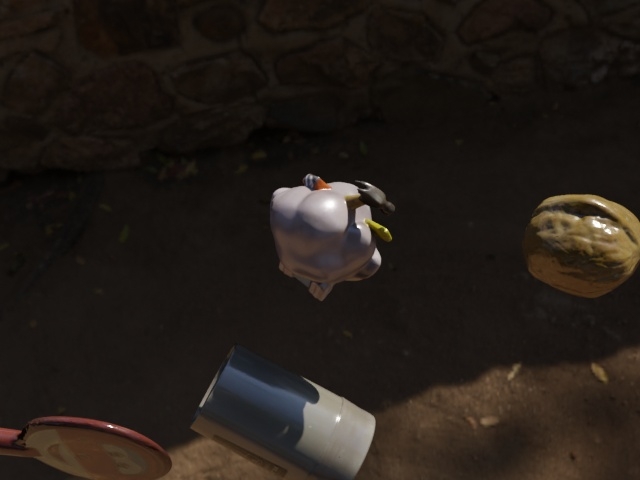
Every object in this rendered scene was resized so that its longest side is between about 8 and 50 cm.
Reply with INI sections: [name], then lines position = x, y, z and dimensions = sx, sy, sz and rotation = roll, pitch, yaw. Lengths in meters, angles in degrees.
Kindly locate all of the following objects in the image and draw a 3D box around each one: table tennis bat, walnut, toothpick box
[table tennis bat]
position = -0.175, 0.138, 0.568
dimensions = 0.154, 0.098, 0.019
rotation = 4, 54, 7
[walnut]
position = 0.363, 0.003, 1.177
dimensions = 0.166, 0.149, 0.166
rotation = -9, 32, 6
[toothpick box]
position = -0.040, 0.202, 0.939
dimensions = 0.180, 0.111, 0.111
rotation = 30, 50, -4

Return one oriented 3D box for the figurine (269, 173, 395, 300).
[figurine]
position = 0.000, 0.000, 0.915
dimensions = 0.112, 0.229, 0.137
rotation = -41, 79, -18
